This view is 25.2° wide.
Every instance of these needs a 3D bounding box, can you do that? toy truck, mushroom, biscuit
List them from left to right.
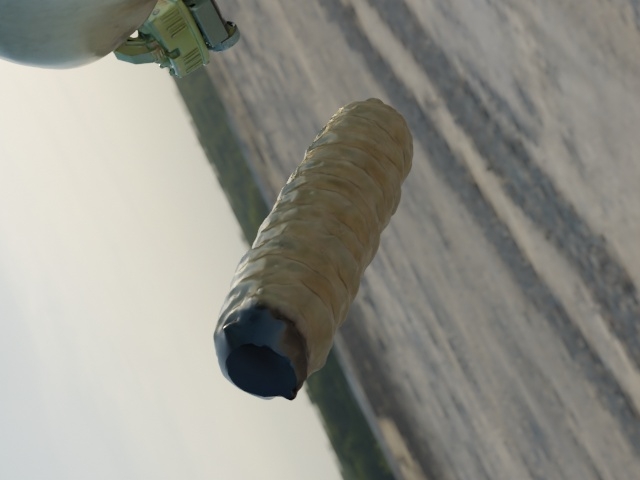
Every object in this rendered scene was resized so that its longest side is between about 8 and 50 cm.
[{"bbox_3d":[-0.184,-0.255,1.024,0.260,0.234,0.254,24,137,64],"label":"mushroom"},{"bbox_3d":[-0.167,-0.210,1.325,0.191,0.116,0.085,35,157,46],"label":"toy truck"},{"bbox_3d":[0.000,0.000,0.674,0.219,0.055,0.061,-62,-16,-55],"label":"biscuit"}]
